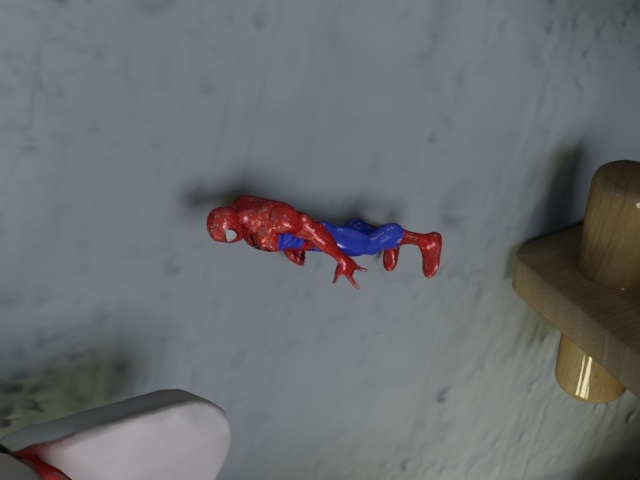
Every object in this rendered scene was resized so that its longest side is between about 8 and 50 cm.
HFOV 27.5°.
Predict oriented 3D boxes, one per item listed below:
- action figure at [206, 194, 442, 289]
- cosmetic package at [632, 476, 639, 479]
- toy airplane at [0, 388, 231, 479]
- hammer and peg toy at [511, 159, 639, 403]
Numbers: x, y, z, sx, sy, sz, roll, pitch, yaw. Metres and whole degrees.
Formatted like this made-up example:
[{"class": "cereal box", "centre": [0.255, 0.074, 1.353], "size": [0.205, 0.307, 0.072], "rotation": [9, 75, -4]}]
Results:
[{"class": "action figure", "centre": [0.000, 0.000, 0.520], "size": [0.115, 0.038, 0.030], "rotation": [13, 92, -44]}, {"class": "cosmetic package", "centre": [0.277, 0.216, 0.683], "size": [0.129, 0.296, 0.153], "rotation": [-16, 99, -32]}, {"class": "toy airplane", "centre": [-0.085, 0.249, 0.448], "size": [0.386, 0.272, 0.384], "rotation": [-47, 136, -3]}, {"class": "hammer and peg toy", "centre": [0.302, 0.027, 0.627], "size": [0.361, 0.266, 0.127], "rotation": [-18, 129, -27]}]
